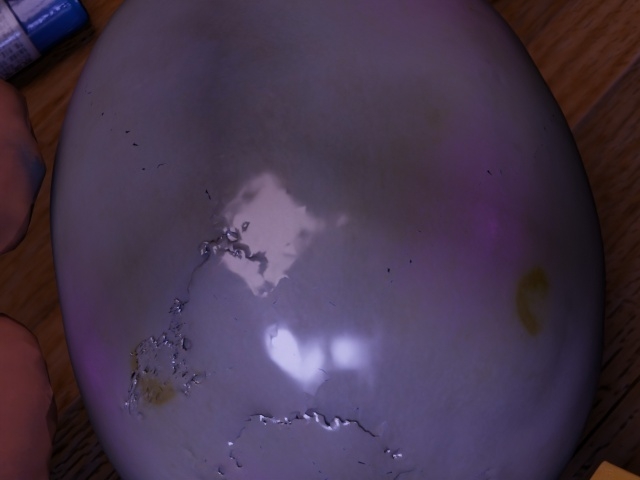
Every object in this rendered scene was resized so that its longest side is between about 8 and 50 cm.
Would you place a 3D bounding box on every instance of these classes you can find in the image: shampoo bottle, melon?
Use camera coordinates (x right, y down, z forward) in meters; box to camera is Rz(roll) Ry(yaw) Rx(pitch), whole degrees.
[{"bbox_3d":[-0.230,-0.109,1.143,0.183,0.050,0.087,-34,45,-1],"label":"shampoo bottle"},{"bbox_3d":[0.000,0.000,0.775,0.223,0.223,0.317,-22,43,13],"label":"melon"}]

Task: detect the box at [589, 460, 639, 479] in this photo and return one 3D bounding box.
[{"bbox_3d":[0.095,0.224,0.620,0.174,0.076,0.274,22,65,44],"label":"box"}]

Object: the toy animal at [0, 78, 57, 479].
[{"bbox_3d":[-0.242,0.058,0.819,0.338,0.191,0.216,-27,69,60],"label":"toy animal"}]
